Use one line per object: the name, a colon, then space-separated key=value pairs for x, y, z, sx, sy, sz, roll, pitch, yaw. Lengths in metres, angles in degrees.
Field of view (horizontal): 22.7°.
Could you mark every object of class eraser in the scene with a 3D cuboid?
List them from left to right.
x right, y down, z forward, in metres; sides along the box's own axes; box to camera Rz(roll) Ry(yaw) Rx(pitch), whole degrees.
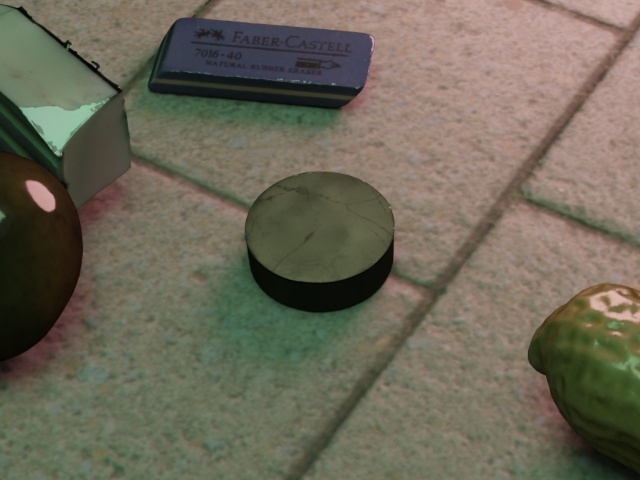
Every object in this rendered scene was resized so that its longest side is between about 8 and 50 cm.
eraser: x=-0.060 y=-0.178 z=1.593 sx=0.225 sy=0.036 sz=0.082 roll=6 pitch=51 yaw=8

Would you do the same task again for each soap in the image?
soap: x=-0.265 y=-0.123 z=1.484 sx=0.091 sy=0.145 sz=0.230 roll=-34 pitch=56 yaw=-24

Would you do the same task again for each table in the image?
table: x=0.000 y=0.000 z=1.429 sx=0.133 sy=0.043 sz=0.133 roll=-1 pitch=49 yaw=2

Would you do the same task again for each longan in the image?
longan: x=-0.286 y=0.012 z=1.362 sx=0.167 sy=0.167 sz=0.187 roll=-7 pitch=74 yaw=-3

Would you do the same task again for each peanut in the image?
peanut: x=0.295 y=0.141 z=1.225 sx=0.159 sy=0.143 sz=0.291 roll=-29 pitch=51 yaw=-20
